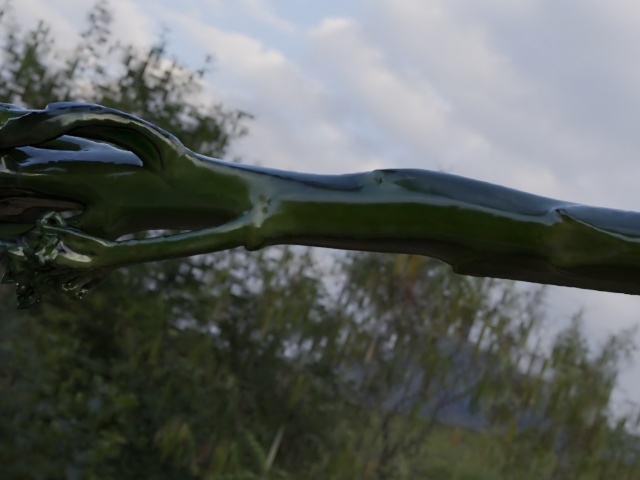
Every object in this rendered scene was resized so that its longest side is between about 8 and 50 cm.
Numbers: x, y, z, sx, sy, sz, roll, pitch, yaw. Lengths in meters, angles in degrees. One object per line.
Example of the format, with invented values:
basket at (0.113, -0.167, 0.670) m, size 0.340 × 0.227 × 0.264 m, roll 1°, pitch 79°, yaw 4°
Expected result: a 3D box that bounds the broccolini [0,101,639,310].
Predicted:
broccolini at (0.001, 0.004, 0.452) m, size 0.392 × 0.074 × 0.079 m, roll 8°, pitch -12°, yaw 17°
